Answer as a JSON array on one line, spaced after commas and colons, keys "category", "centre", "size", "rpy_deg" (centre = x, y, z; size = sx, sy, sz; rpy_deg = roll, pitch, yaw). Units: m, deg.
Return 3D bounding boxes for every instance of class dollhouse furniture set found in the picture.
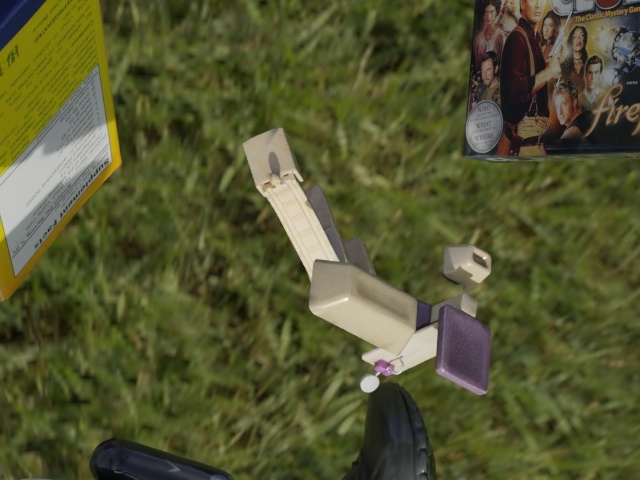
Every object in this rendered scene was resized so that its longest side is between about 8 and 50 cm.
[{"category": "dollhouse furniture set", "centre": [0.025, 0.035, 1.074], "size": [0.114, 0.081, 0.091], "rpy_deg": [28, 52, -33]}]

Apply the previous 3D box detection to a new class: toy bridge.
[{"category": "toy bridge", "centre": [0.000, 0.000, 1.128], "size": [0.026, 0.188, 0.063], "rpy_deg": [-22, 65, 7]}]

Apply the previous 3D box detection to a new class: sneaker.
[{"category": "sneaker", "centre": [0.037, 0.250, 1.702], "size": [0.130, 0.109, 0.286], "rpy_deg": [-2, 55, 8]}]

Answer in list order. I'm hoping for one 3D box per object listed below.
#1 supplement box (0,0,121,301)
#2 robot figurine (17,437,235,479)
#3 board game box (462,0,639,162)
[{"category": "supplement box", "centre": [-0.322, -0.142, 1.767], "size": [0.195, 0.356, 0.194], "rpy_deg": [29, 62, 16]}, {"category": "robot figurine", "centre": [-0.133, 0.266, 1.336], "size": [0.278, 0.173, 0.209], "rpy_deg": [24, 39, -23]}, {"category": "board game box", "centre": [0.216, -0.146, 1.573], "size": [0.042, 0.243, 0.165], "rpy_deg": [8, 86, -39]}]
